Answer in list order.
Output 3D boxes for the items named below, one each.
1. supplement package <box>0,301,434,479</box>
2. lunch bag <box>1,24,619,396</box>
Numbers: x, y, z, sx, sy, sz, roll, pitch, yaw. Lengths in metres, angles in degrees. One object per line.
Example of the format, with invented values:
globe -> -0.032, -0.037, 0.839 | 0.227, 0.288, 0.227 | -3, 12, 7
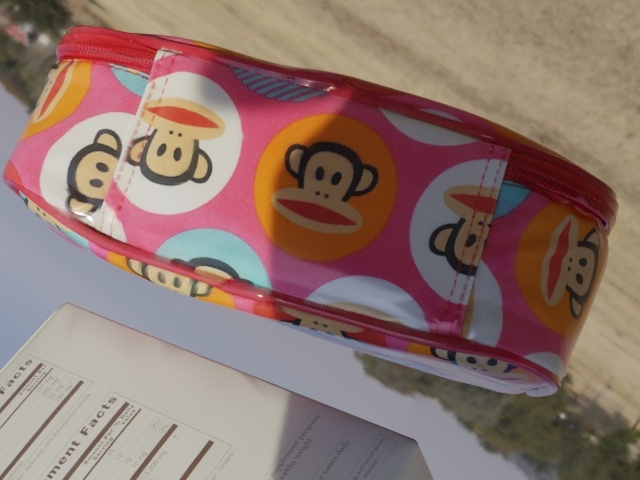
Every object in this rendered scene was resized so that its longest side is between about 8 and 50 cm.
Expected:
supplement package -> -0.068, 0.148, 0.506 | 0.244, 0.134, 0.139 | 16, 145, 35
lunch bag -> 0.000, 0.000, 0.549 | 0.293, 0.120, 0.258 | 18, 171, 9
